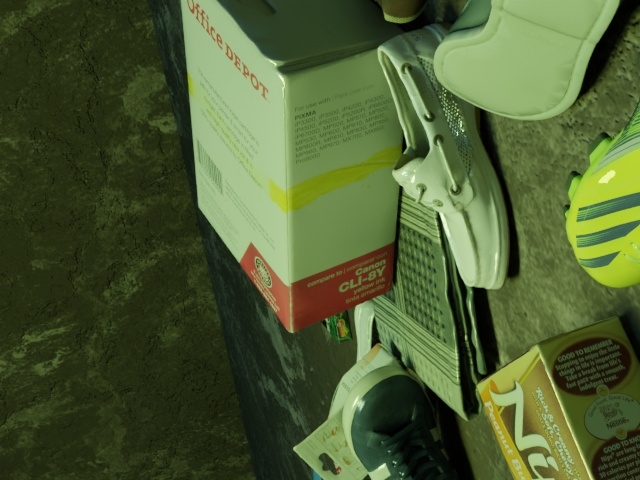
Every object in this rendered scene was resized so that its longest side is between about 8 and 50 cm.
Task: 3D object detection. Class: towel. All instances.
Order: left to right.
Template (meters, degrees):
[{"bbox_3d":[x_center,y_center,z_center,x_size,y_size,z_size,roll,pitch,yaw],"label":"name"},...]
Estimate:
[{"bbox_3d":[0.122,0.033,1.273,0.324,0.056,0.312,-140,39,-70],"label":"towel"}]

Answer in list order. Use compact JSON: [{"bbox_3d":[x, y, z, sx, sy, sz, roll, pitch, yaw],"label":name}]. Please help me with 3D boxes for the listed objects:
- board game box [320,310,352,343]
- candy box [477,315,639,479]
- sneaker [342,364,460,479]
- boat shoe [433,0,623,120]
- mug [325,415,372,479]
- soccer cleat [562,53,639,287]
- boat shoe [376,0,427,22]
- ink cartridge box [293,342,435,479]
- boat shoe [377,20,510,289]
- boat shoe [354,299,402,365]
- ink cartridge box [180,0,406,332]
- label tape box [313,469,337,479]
[{"bbox_3d":[0.000,0.038,1.779,0.136,0.030,0.259,-142,37,-64],"label":"board game box"},{"bbox_3d":[0.252,0.242,0.888,0.183,0.088,0.316,114,139,-70],"label":"candy box"},{"bbox_3d":[0.137,0.318,1.354,0.148,0.131,0.350,41,158,52],"label":"sneaker"},{"bbox_3d":[0.169,-0.181,0.786,0.319,0.116,0.099,107,-172,-78],"label":"boat shoe"},{"bbox_3d":[0.084,0.347,1.706,0.113,0.150,0.169,40,-170,-30],"label":"mug"},{"bbox_3d":[0.232,-0.033,0.645,0.289,0.093,0.121,96,150,-57],"label":"soccer cleat"},{"bbox_3d":[0.085,-0.259,0.986,0.257,0.095,0.095,-108,4,-68],"label":"boat shoe"},{"bbox_3d":[0.056,0.245,1.389,0.145,0.179,0.045,52,175,-40],"label":"ink cartridge box"},{"bbox_3d":[0.117,-0.075,1.038,0.098,0.096,0.277,-174,68,-74],"label":"boat shoe"},{"bbox_3d":[0.093,0.174,1.514,0.063,0.066,0.184,-143,48,-69],"label":"boat shoe"},{"bbox_3d":[-0.036,-0.130,1.225,0.279,0.160,0.384,52,154,40],"label":"ink cartridge box"},{"bbox_3d":[0.091,0.558,1.851,0.347,0.115,0.249,-116,17,-44],"label":"label tape box"}]
